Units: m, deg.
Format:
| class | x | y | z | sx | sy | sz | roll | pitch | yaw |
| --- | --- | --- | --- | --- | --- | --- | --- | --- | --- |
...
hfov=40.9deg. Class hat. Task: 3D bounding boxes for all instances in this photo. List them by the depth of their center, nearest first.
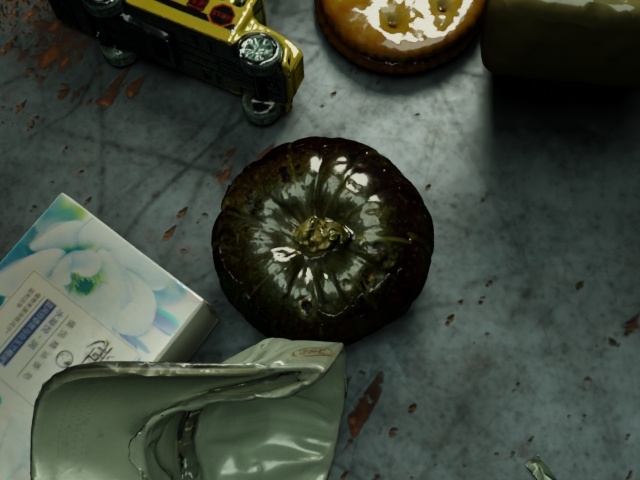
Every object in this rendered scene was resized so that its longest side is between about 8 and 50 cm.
| class | x | y | z | sx | sy | sz | roll | pitch | yaw |
| --- | --- | --- | --- | --- | --- | --- | --- | --- | --- |
| hat | -0.121 | 0.194 | 0.825 | 0.301 | 0.168 | 0.258 | 10 | 103 | -9 |

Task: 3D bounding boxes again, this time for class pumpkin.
| class | x | y | z | sx | sy | sz | roll | pitch | yaw |
| --- | --- | --- | --- | --- | --- | --- | --- | --- | --- |
| pumpkin | 0.001 | -0.001 | 0.911 | 0.237 | 0.159 | 0.238 | 0 | 74 | 1 |

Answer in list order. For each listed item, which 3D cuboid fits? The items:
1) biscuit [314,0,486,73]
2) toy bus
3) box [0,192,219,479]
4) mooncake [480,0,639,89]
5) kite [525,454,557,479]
| class | x | y | z | sx | sy | sz | roll | pitch | yaw |
| --- | --- | --- | --- | --- | --- | --- | --- | --- | --- |
| biscuit | 0.099 | -0.308 | 1.051 | 0.220 | 0.066 | 0.221 | -1 | 72 | 3 |
| toy bus | -0.171 | -0.264 | 1.026 | 0.335 | 0.121 | 0.123 | 23 | 68 | 11 |
| box | -0.274 | 0.122 | 0.908 | 0.203 | 0.116 | 0.274 | 36 | 78 | 12 |
| mooncake | 0.312 | -0.360 | 0.886 | 0.246 | 0.394 | 0.393 | 11 | 33 | 3 |
| kite | 0.300 | 0.322 | 0.873 | 0.229 | 0.012 | 0.250 | -42 | 74 | -11 |
